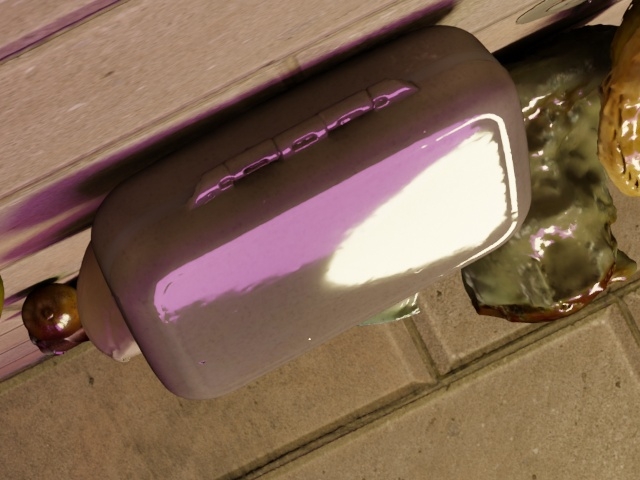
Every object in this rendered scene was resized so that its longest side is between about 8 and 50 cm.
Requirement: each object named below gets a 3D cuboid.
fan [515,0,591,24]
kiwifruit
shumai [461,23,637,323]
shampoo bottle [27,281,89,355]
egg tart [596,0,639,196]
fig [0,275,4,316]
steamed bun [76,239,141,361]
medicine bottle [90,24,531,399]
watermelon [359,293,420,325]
[{"bbox_3d":[0.288,-0.260,1.871,0.191,0.009,0.329,-27,178,0],"label":"fan"},{"bbox_3d":[-0.321,0.086,2.128,0.075,0.075,0.124,-26,174,0],"label":"kiwifruit"},{"bbox_3d":[0.263,-0.064,2.199,0.324,0.323,0.397,-22,176,-46],"label":"shumai"},{"bbox_3d":[-0.260,0.068,2.296,0.323,0.084,0.129,-27,175,39],"label":"shampoo bottle"},{"bbox_3d":[0.464,-0.209,2.011,0.388,0.169,0.387,-18,135,-19],"label":"egg tart"},{"bbox_3d":[-0.297,0.048,1.472,0.074,0.074,0.088,-28,-167,40],"label":"fig"},{"bbox_3d":[-0.141,0.015,1.690,0.228,0.130,0.177,-37,172,35],"label":"steamed bun"},{"bbox_3d":[-0.001,-0.021,1.505,0.375,0.123,0.282,-29,145,-8],"label":"medicine bottle"},{"bbox_3d":[0.000,0.000,2.476,0.193,0.310,0.231,-26,140,-9],"label":"watermelon"}]
